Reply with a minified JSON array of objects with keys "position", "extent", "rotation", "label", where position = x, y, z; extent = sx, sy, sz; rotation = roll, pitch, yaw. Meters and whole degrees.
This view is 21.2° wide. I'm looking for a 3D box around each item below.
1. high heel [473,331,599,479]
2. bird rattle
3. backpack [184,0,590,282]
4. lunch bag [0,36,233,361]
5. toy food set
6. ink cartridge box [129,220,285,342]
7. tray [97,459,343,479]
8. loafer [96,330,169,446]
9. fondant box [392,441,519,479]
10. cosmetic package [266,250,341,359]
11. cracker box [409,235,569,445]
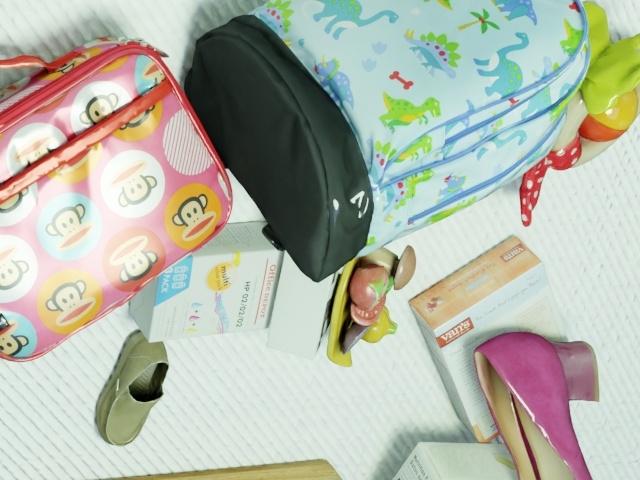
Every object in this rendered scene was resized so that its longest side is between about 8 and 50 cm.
[{"position":[0.253,0.296,1.997],"extent":[0.181,0.127,0.377],"rotation":[3,75,-40],"label":"high heel"},{"position":[0.300,-0.136,1.916],"extent":[0.207,0.143,0.253],"rotation":[-12,132,-45],"label":"bird rattle"},{"position":[0.094,-0.154,1.668],"extent":[0.355,0.290,0.273],"rotation":[-10,143,-33],"label":"backpack"},{"position":[-0.250,-0.058,1.608],"extent":[0.293,0.120,0.258],"rotation":[-35,117,-17],"label":"lunch bag"},{"position":[0.060,0.055,1.871],"extent":[0.218,0.071,0.128],"rotation":[96,14,-52],"label":"toy food set"},{"position":[-0.105,0.041,1.827],"extent":[0.181,0.061,0.104],"rotation":[-6,124,-29],"label":"ink cartridge box"},{"position":[-0.179,0.371,2.008],"extent":[0.411,0.076,0.203],"rotation":[-1,121,-32],"label":"tray"},{"position":[-0.204,0.168,1.864],"extent":[0.056,0.050,0.148],"rotation":[1,120,-32],"label":"loafer"},{"position":[0.160,0.399,2.180],"extent":[0.238,0.096,0.330],"rotation":[6,131,-34],"label":"fondant box"},{"position":[0.000,0.000,1.831],"extent":[0.060,0.099,0.239],"rotation":[15,120,5],"label":"cosmetic package"},{"position":[0.216,0.124,2.079],"extent":[0.155,0.067,0.232],"rotation":[-31,134,-8],"label":"cracker box"}]
